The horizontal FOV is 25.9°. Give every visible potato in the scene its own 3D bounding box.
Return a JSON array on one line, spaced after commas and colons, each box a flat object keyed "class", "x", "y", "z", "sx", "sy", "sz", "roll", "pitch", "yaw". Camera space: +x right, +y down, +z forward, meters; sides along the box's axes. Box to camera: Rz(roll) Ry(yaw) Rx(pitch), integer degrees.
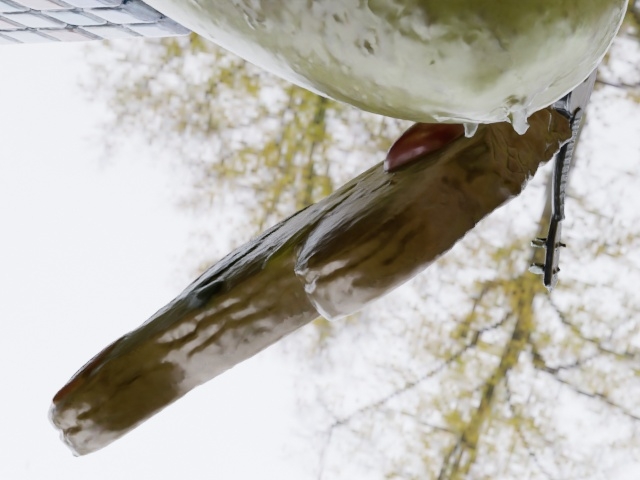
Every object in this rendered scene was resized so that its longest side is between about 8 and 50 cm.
[{"class": "potato", "x": 0.019, "y": -0.216, "z": 0.763, "sx": 0.359, "sy": 0.270, "sz": 0.219, "roll": 35, "pitch": -179, "yaw": 19}]

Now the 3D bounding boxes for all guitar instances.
[{"class": "guitar", "x": 0.202, "y": -0.091, "z": 1.158, "sx": 0.038, "sy": 0.271, "sz": 0.084, "roll": 14, "pitch": -167, "yaw": 26}]

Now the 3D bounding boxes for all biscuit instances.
[{"class": "biscuit", "x": 0.000, "y": 0.000, "z": 1.051, "sx": 0.076, "sy": 0.394, "sz": 0.368, "roll": 56, "pitch": -145, "yaw": -5}]

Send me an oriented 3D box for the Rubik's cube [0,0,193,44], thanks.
[{"class": "Rubik's cube", "x": -0.296, "y": -0.362, "z": 1.343, "sx": 0.293, "sy": 0.292, "sz": 0.287, "roll": 1, "pitch": 172, "yaw": 31}]
